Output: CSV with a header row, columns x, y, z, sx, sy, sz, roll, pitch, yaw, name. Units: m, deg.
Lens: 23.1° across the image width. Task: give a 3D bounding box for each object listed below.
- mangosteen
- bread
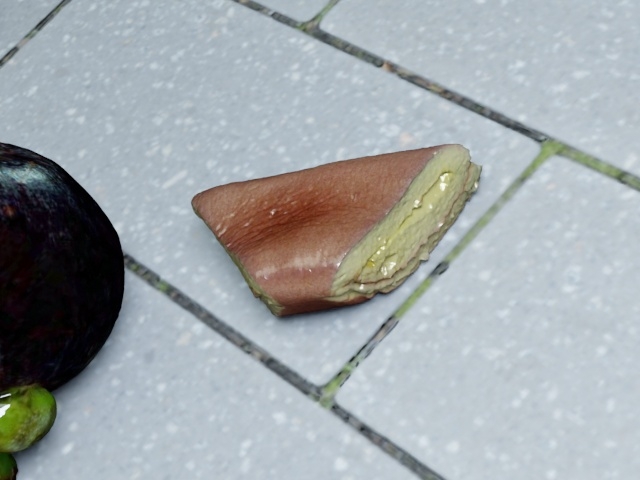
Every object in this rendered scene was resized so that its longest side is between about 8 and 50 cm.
x,y,z,sx,sy,sz,roll,pitch,yaw,name
-0.233,0.037,1.001,0.216,0.216,0.216,-15,48,17,mangosteen
0.000,0.000,0.980,0.192,0.067,0.119,-7,43,22,bread
